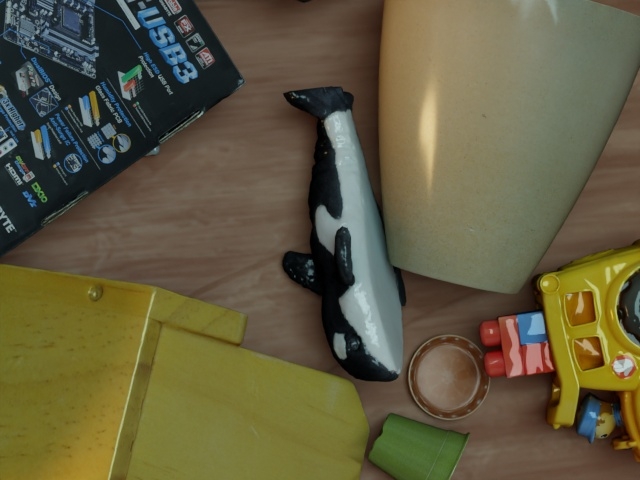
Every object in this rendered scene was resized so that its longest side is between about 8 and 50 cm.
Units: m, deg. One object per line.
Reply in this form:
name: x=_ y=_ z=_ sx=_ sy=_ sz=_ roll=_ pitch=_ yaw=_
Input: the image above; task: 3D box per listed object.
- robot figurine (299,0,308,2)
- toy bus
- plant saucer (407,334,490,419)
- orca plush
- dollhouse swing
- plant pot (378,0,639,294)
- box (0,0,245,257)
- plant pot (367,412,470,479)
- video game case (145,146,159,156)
robot figurine: x=-0.075 y=-0.335 z=1.699 sx=0.291 sy=0.085 sz=0.211 roll=8 pitch=78 yaw=-47
toy bus: x=0.264 y=0.120 z=1.753 sx=0.211 sy=0.149 sz=0.220 roll=-12 pitch=89 yaw=0
plant saucer: x=0.125 y=0.134 z=1.780 sx=0.083 sy=0.013 sz=0.084 roll=1 pitch=84 yaw=-12
orca plush: x=0.000 y=0.000 z=1.726 sx=0.102 sy=0.151 sz=0.287 roll=-16 pitch=90 yaw=18
dollhouse swing: x=-0.178 y=0.230 z=1.684 sx=0.315 sy=0.305 sz=0.347 roll=7 pitch=81 yaw=31
plant pot: x=0.158 y=-0.096 z=1.712 sx=0.256 sy=0.256 sz=0.274 roll=12 pitch=94 yaw=-10
box: x=-0.264 y=-0.182 z=1.644 sx=0.293 sy=0.073 sz=0.295 roll=-38 pitch=105 yaw=-21
plant pot: x=0.090 y=0.203 z=1.738 sx=0.079 sy=0.083 sz=0.083 roll=27 pitch=79 yaw=4
video game case: x=-0.254 y=-0.181 z=1.719 sx=0.193 sy=0.023 sz=0.212 roll=-3 pitch=91 yaw=-12
